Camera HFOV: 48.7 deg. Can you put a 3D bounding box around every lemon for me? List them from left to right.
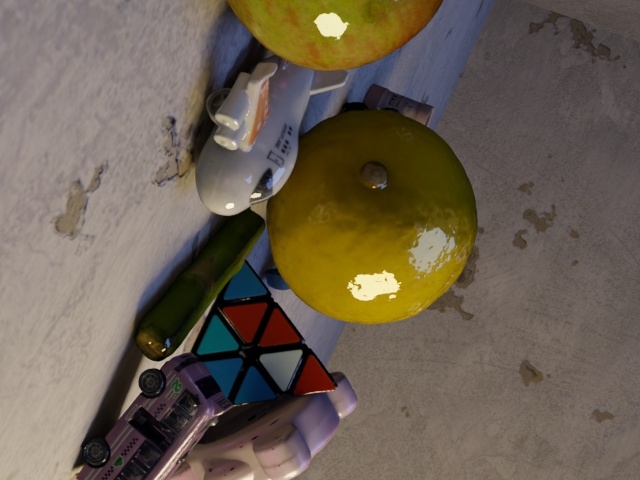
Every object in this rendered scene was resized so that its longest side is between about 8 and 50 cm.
[{"bbox_3d":[0.075,-0.036,1.073,0.348,0.348,0.347,24,90,-80],"label":"lemon"}]

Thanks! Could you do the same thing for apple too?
[{"bbox_3d":[0.008,-0.298,0.687,0.246,0.246,0.226,-65,151,-6],"label":"apple"}]

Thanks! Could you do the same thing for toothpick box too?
[{"bbox_3d":[0.174,-0.287,1.622,0.098,0.149,0.098,24,90,-80],"label":"toothpick box"}]

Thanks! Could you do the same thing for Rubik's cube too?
[{"bbox_3d":[-0.068,0.172,1.193,0.284,0.234,0.250,-40,151,-66],"label":"Rubik's cube"}]

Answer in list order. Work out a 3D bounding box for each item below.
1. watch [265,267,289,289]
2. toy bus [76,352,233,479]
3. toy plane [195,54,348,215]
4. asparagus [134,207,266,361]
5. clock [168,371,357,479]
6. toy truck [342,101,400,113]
[{"bbox_3d":[0.000,0.000,1.389,0.211,0.211,0.193,-27,117,-74],"label":"watch"},{"bbox_3d":[-0.210,0.245,0.904,0.199,0.108,0.096,-51,171,2],"label":"toy bus"},{"bbox_3d":[-0.065,-0.134,0.857,0.245,0.118,0.244,24,90,-81],"label":"toy plane"},{"bbox_3d":[-0.158,0.051,0.963,0.277,0.060,0.067,-55,145,-47],"label":"asparagus"},{"bbox_3d":[-0.106,0.351,1.262,0.322,0.113,0.295,-26,-174,36],"label":"clock"},{"bbox_3d":[0.078,-0.170,1.419,0.208,0.113,0.126,-59,143,-18],"label":"toy truck"}]
